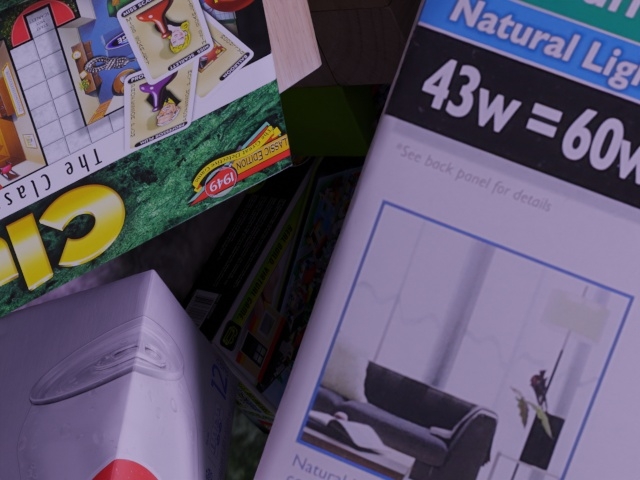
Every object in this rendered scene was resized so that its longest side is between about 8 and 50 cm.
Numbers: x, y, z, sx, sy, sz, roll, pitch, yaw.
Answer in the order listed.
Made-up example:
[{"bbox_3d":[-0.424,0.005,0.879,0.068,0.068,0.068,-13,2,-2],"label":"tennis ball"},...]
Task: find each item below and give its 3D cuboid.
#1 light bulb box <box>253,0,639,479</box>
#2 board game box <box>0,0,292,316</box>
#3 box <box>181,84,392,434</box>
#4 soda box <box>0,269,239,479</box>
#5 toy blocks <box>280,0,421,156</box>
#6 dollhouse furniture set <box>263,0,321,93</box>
[{"bbox_3d":[0.156,-0.013,0.893,0.358,0.225,0.361,-20,130,-76],"label":"light bulb box"},{"bbox_3d":[-0.133,-0.024,0.632,0.259,0.030,0.136,-29,142,-16],"label":"board game box"},{"bbox_3d":[0.000,0.000,1.004,0.114,0.036,0.207,50,61,-44],"label":"box"},{"bbox_3d":[-0.111,0.153,0.761,0.091,0.098,0.286,56,28,-39],"label":"soda box"},{"bbox_3d":[0.005,-0.270,0.866,0.261,0.190,0.381,-63,140,-37],"label":"toy blocks"},{"bbox_3d":[-0.185,-0.069,0.657,0.355,0.173,0.303,-38,125,-39],"label":"dollhouse furniture set"}]
